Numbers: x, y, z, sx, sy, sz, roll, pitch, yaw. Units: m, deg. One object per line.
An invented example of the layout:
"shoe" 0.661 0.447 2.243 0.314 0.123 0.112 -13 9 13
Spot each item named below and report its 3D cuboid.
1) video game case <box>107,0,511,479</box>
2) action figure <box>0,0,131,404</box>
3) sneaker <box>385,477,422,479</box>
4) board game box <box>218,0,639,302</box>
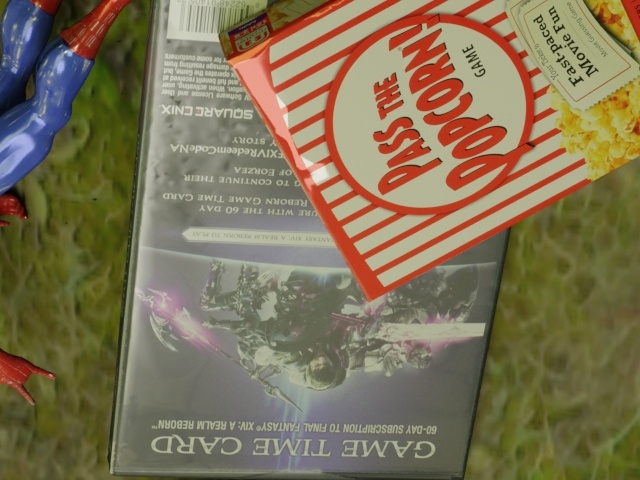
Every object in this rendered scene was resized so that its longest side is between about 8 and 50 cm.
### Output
"video game case" 0.000 0.000 0.905 0.196 0.026 0.274 3 114 -12
"action figure" -0.155 -0.027 0.927 0.280 0.091 0.139 -47 138 7
"sneaker" 0.083 0.248 0.940 0.281 0.162 0.106 45 112 -3
"board game box" 0.071 -0.079 0.842 0.193 0.045 0.147 -29 116 5
